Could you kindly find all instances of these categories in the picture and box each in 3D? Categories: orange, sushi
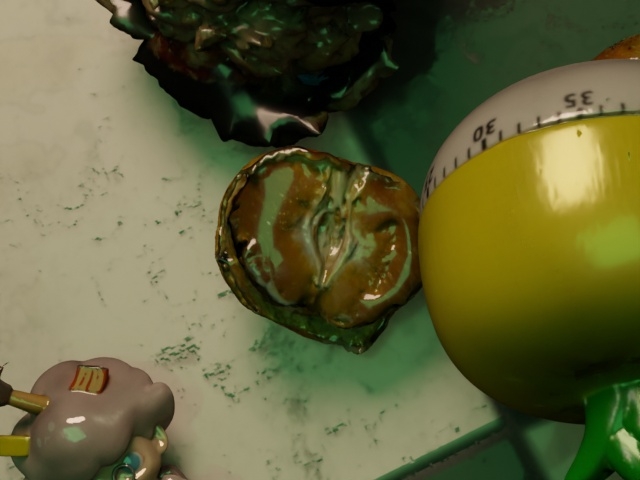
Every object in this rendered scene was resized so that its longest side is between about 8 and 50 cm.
[{"bbox_3d":[0.000,0.000,1.004,0.160,0.112,0.170,-22,109,-5],"label":"orange"},{"bbox_3d":[-0.040,-0.199,1.003,0.225,0.219,0.238,-17,48,-29],"label":"sushi"}]

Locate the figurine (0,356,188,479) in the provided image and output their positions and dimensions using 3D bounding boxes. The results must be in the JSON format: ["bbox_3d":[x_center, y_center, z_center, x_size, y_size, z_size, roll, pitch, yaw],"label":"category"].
[{"bbox_3d":[-0.156,0.171,1.007,0.137,0.112,0.229,-40,93,9],"label":"figurine"}]

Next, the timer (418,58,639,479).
[{"bbox_3d":[0.196,0.046,0.874,0.285,0.285,0.285,-1,83,7],"label":"timer"}]

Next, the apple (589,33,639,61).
[{"bbox_3d":[0.246,-0.103,0.993,0.114,0.099,0.102,-24,83,0],"label":"apple"}]
